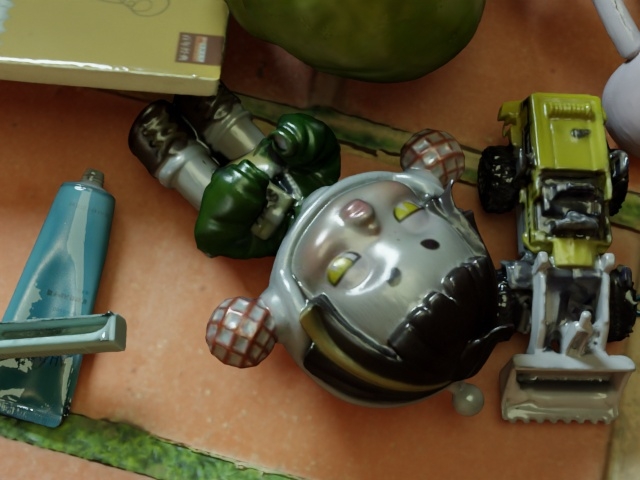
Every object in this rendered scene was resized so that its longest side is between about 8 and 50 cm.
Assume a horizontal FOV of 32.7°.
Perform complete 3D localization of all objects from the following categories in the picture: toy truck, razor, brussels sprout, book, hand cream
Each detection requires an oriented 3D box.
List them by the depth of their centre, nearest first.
[{"bbox_3d":[-0.297,0.083,0.899,0.278,0.056,0.111,-2,68,3],"label":"razor"},{"bbox_3d":[0.206,0.011,0.934,0.136,0.111,0.285,1,74,-5],"label":"toy truck"},{"bbox_3d":[0.017,-0.284,0.936,0.247,0.328,0.328,-20,72,15],"label":"brussels sprout"},{"bbox_3d":[-0.228,0.044,0.936,0.083,0.048,0.224,13,76,3],"label":"hand cream"},{"bbox_3d":[-0.270,-0.233,0.980,0.389,0.032,0.269,3,48,-2],"label":"book"}]

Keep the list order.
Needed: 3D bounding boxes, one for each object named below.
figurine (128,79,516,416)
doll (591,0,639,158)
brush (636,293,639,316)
[{"bbox_3d":[0.000,0.000,0.903,0.370,0.167,0.281,40,65,17],"label":"figurine"},{"bbox_3d":[0.266,-0.208,0.964,0.094,0.160,0.365,-35,89,-34],"label":"doll"},{"bbox_3d":[0.348,0.024,0.989,0.164,0.014,0.051,-30,75,-11],"label":"brush"}]
